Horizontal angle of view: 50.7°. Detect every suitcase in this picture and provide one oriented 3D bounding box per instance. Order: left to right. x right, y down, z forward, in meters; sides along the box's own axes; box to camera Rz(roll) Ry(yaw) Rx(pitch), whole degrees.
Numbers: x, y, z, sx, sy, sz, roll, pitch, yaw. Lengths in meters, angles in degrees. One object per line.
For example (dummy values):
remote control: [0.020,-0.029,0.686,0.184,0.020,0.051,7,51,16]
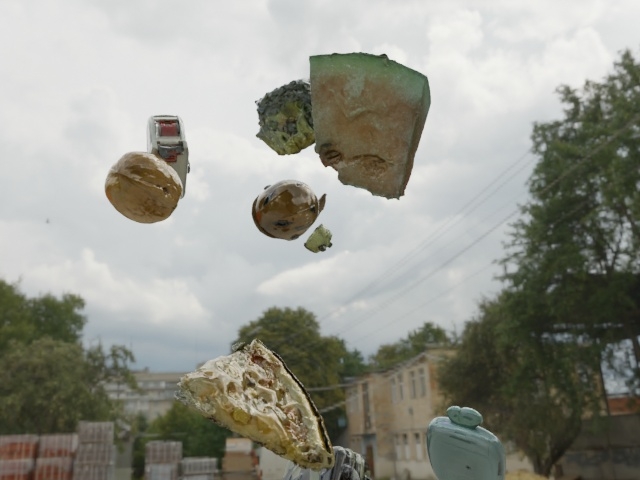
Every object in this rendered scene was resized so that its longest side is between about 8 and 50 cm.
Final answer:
suitcase: [0.024,0.799,2.011,0.339,0.351,0.194,-26,-56,38]

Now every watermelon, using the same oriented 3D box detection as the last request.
watermelon: [0.095,-0.263,1.454,0.264,0.302,0.151,13,25,17]

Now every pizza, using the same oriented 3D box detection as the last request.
pizza: [-0.154,0.394,1.790,0.435,0.080,0.392,32,17,-11]

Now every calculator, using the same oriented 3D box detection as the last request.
calculator: [0.329,0.492,1.540,0.185,0.041,0.299,12,-52,30]

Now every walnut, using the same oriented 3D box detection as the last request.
walnut: [-0.499,-0.149,1.905,0.195,0.195,0.222,-11,-26,21]

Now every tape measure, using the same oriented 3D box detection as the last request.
tape measure: [-0.480,-0.270,2.129,0.130,0.265,0.258,-3,-37,-15]

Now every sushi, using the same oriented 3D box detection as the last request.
sushi: [-0.056,-0.351,1.859,0.274,0.184,0.139,-27,13,9]

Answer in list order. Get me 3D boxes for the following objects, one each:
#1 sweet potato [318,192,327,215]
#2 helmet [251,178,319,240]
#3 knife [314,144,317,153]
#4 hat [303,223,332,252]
sweet potato: [-0.036,-0.099,2.469,0.068,0.060,0.206,5,-44,-51]
helmet: [-0.097,-0.109,2.143,0.224,0.198,0.130,-22,-11,-36]
knife: [0.108,-0.284,1.718,0.027,0.061,0.343,3,-20,-45]
hat: [0.000,0.001,1.728,0.059,0.076,0.077,37,1,8]
